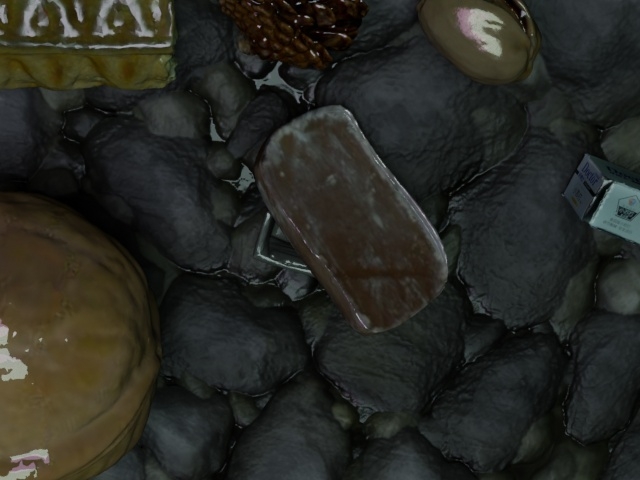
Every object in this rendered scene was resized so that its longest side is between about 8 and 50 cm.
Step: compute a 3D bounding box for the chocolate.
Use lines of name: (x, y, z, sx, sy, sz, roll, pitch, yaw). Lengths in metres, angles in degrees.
chocolate: (0.024, -0.018, 1.035, 0.157, 0.080, 0.254, -32, 86, -33)

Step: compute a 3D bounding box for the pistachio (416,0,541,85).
pistachio: (0.173, -0.231, 1.003, 0.149, 0.113, 0.113, 37, 104, 2)

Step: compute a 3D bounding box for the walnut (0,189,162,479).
walnut: (-0.350, 0.109, 0.980, 0.381, 0.381, 0.381, -1, 109, -2)

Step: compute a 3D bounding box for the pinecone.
pinecone: (-0.025, -0.261, 0.959, 0.173, 0.173, 0.173, -1, 109, -2)

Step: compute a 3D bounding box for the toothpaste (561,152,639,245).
toothpaste: (0.445, -0.008, 1.095, 0.313, 0.089, 0.071, 20, 114, -10)

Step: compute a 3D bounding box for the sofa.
sofa: (0.000, 0.000, 1.092, 0.147, 0.060, 0.085, 18, 107, -8)

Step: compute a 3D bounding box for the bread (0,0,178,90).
bread: (-0.279, -0.230, 0.966, 0.267, 0.130, 0.152, -1, 114, -1)
